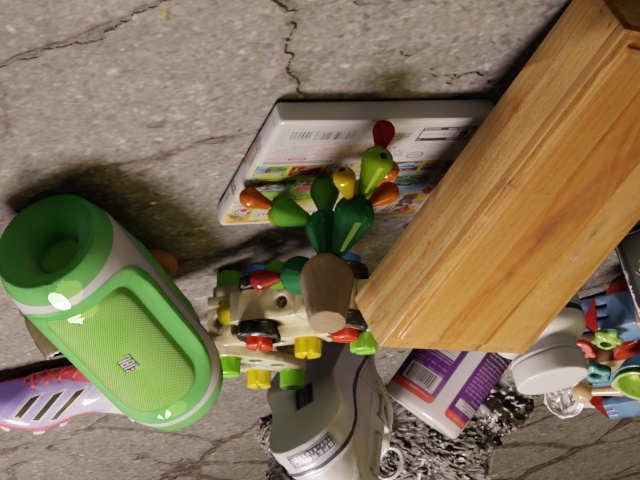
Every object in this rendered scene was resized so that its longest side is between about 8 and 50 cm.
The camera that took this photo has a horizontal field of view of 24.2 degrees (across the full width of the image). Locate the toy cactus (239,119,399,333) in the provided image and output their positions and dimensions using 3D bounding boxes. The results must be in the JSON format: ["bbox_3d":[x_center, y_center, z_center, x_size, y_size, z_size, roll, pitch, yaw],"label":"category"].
[{"bbox_3d":[0.000,0.000,1.389,0.112,0.180,0.219,29,131,-30],"label":"toy cactus"}]

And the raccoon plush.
[{"bbox_3d":[0.097,0.244,2.130,0.299,0.216,0.446,14,116,-20],"label":"raccoon plush"}]

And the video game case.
[{"bbox_3d":[0.032,-0.076,1.474,0.227,0.026,0.206,-4,154,-23],"label":"video game case"}]

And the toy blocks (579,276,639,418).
[{"bbox_3d":[0.459,0.127,1.994,0.261,0.191,0.381,-11,148,18],"label":"toy blocks"}]

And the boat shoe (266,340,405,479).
[{"bbox_3d":[0.032,0.222,1.759,0.136,0.156,0.367,-32,-167,7],"label":"boat shoe"}]

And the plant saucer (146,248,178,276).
[{"bbox_3d":[-0.194,0.033,1.612,0.083,0.013,0.083,-12,156,-5],"label":"plant saucer"}]

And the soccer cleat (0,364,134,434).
[{"bbox_3d":[-0.292,0.177,1.824,0.248,0.083,0.095,0,124,-17],"label":"soccer cleat"}]

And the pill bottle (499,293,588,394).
[{"bbox_3d":[0.243,0.077,1.722,0.112,0.187,0.112,-11,156,-5],"label":"pill bottle"}]

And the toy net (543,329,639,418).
[{"bbox_3d":[0.349,0.189,1.951,0.122,0.045,0.232,26,147,-16],"label":"toy net"}]

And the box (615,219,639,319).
[{"bbox_3d":[0.463,0.058,1.788,0.175,0.220,0.051,-18,-164,12],"label":"box"}]

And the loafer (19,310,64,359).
[{"bbox_3d":[-0.237,0.116,1.681,0.094,0.087,0.251,-28,152,31],"label":"loafer"}]

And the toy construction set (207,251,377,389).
[{"bbox_3d":[0.010,0.079,1.648,0.327,0.151,0.215,-22,155,20],"label":"toy construction set"}]

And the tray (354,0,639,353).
[{"bbox_3d":[0.224,-0.050,1.430,0.203,0.076,0.411,6,132,-37],"label":"tray"}]

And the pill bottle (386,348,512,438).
[{"bbox_3d":[0.176,0.136,1.824,0.193,0.108,0.108,-53,154,-6],"label":"pill bottle"}]

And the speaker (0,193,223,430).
[{"bbox_3d":[-0.205,0.079,1.504,0.131,0.131,0.296,-19,141,12],"label":"speaker"}]
